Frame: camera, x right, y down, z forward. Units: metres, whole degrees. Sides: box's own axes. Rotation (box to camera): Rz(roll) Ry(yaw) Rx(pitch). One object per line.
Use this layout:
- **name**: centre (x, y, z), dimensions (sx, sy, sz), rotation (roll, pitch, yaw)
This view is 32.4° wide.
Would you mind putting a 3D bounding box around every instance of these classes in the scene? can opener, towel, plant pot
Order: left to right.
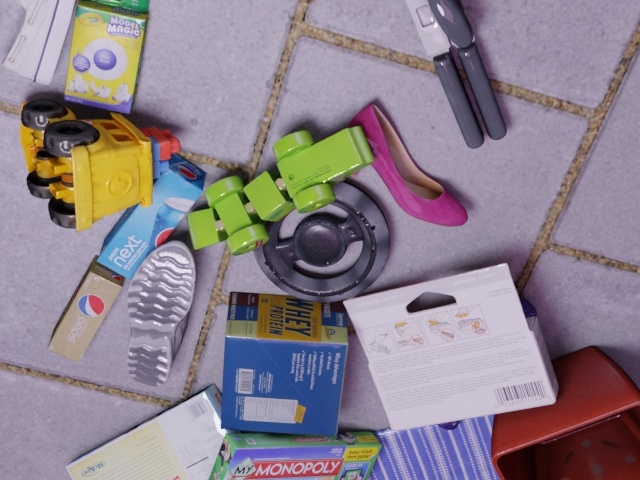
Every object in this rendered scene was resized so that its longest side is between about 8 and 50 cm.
- **towel**: centre (0.222, 0.434, 2.074), dimensions (0.335, 0.040, 0.243), rotation (-16, 119, 9)
- **can opener**: centre (0.206, -0.255, 1.635), dimensions (0.076, 0.095, 0.283), rotation (-20, 118, 12)
- **plant pot**: centre (0.445, 0.343, 1.910), dimensions (0.267, 0.236, 0.267), rotation (-23, 118, 11)

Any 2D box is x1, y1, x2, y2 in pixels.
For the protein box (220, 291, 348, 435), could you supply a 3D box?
- **protein box**: centre (-0.063, 0.211, 1.881), dimensions (0.201, 0.136, 0.200), rotation (4, 120, -3)

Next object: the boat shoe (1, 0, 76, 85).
- **boat shoe**: centre (-0.394, -0.350, 1.576), dimensions (0.088, 0.096, 0.268), rotation (16, 127, -15)

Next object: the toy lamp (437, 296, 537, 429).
- **toy lamp**: centre (0.281, 0.211, 1.924), dimensions (0.080, 0.080, 0.275), rotation (26, 119, -15)

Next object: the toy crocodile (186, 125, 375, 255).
- **toy crocodile**: centre (-0.068, -0.073, 1.717), dimensions (0.340, 0.105, 0.115), rotation (-31, 78, 18)

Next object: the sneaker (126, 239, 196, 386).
- **sneaker**: centre (-0.264, 0.104, 1.828), dimensions (0.105, 0.115, 0.281), rotation (19, 124, -2)

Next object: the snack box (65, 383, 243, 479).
- **snack box**: centre (-0.285, 0.416, 2.002), dimensions (0.322, 0.060, 0.187), rotation (-29, 90, 15)

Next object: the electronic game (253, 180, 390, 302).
- **electronic game**: centre (0.000, 0.000, 1.808), dimensions (0.229, 0.048, 0.229), rotation (3, 117, 5)

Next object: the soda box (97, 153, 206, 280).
- **soda box**: centre (-0.271, -0.038, 1.772), dimensions (0.071, 0.067, 0.210), rotation (33, 115, -18)

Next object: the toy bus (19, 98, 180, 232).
- **toy bus**: centre (-0.330, -0.134, 1.667), dimensions (0.211, 0.220, 0.150), rotation (-18, 127, -29)

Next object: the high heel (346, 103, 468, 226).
- **high heel**: centre (0.146, -0.115, 1.726), dimensions (0.244, 0.082, 0.117), rotation (32, 126, -4)

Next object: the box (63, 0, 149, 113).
- **box**: centre (-0.317, -0.285, 1.641), dimensions (0.105, 0.043, 0.179), rotation (11, 118, -8)

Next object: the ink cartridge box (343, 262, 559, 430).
- **ink cartridge box**: centre (0.219, 0.174, 1.849), dimensions (0.296, 0.066, 0.261), rotation (-14, 106, 23)

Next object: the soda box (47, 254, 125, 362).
- **soda box**: centre (-0.396, 0.117, 1.866), dimensions (0.061, 0.058, 0.181), rotation (26, 116, -16)

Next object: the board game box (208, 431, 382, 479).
- **board game box**: centre (-0.060, 0.438, 1.949), dimensions (0.317, 0.046, 0.214), rotation (6, 115, -36)
